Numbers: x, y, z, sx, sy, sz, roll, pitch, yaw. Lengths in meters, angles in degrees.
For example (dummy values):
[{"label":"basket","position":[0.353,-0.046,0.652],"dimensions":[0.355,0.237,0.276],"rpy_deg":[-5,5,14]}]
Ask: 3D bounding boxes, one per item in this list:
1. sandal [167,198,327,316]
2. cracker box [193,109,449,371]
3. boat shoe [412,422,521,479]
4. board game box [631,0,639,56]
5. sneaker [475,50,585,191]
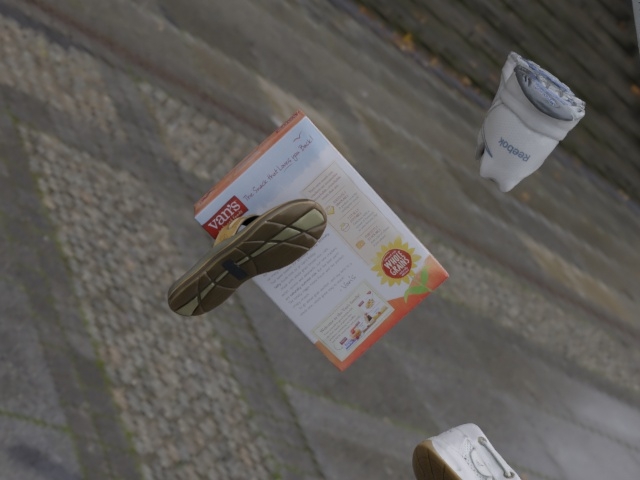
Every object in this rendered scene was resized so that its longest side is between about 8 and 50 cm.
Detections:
[{"label":"sandal","position":[-0.078,0.009,1.277],"dimensions":[0.072,0.180,0.049],"rpy_deg":[50,8,-49]},{"label":"cracker box","position":[0.000,0.000,1.354],"dimensions":[0.232,0.155,0.067],"rpy_deg":[48,4,-15]},{"label":"boat shoe","position":[0.212,0.297,1.311],"dimensions":[0.096,0.098,0.277],"rpy_deg":[-26,66,-29]},{"label":"board game box","position":[0.397,-0.134,1.019],"dimensions":[0.302,0.086,0.308],"rpy_deg":[8,-66,56]},{"label":"sneaker","position":[0.224,-0.134,1.466],"dimensions":[0.111,0.129,0.297],"rpy_deg":[35,16,6]}]
